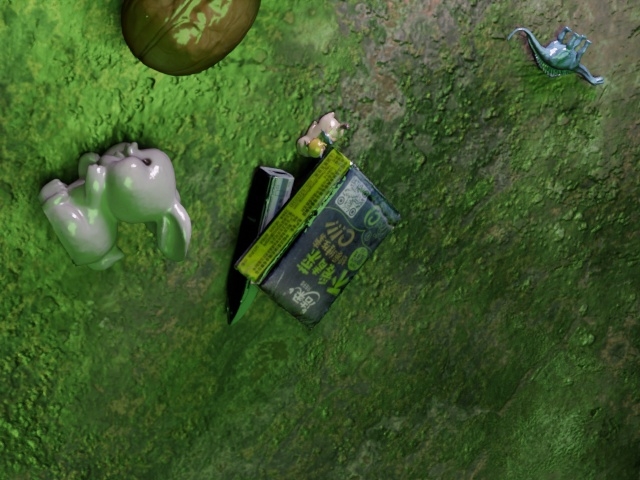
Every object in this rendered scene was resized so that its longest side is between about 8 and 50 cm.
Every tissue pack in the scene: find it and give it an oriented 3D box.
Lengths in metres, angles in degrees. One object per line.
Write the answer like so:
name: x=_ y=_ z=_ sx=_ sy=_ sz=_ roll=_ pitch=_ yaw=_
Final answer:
tissue pack: x=0.000 y=0.000 z=1.868 sx=0.235 sy=0.073 sz=0.173 roll=-51 pitch=137 yaw=-3

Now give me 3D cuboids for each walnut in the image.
walnut: x=-0.175 y=-0.319 z=1.675 sx=0.167 sy=0.167 sz=0.207 roll=40 pitch=93 yaw=-27

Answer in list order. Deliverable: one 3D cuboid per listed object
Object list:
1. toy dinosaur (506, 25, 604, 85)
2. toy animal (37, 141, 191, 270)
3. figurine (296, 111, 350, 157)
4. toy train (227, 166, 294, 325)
toy dinosaur: x=0.375 y=-0.291 z=1.931 sx=0.197 sy=0.045 sz=0.080 roll=20 pitch=113 yaw=-28
toy animal: x=-0.290 y=-0.041 z=1.761 sx=0.193 sy=0.127 sz=0.178 roll=-21 pitch=117 yaw=-11
figurine: x=0.004 y=-0.153 z=1.859 sx=0.083 sy=0.050 sz=0.047 roll=-43 pitch=111 yaw=1
toy train: x=-0.096 y=0.014 z=1.889 sx=0.048 sy=0.055 sz=0.252 roll=4 pitch=110 yaw=-36
